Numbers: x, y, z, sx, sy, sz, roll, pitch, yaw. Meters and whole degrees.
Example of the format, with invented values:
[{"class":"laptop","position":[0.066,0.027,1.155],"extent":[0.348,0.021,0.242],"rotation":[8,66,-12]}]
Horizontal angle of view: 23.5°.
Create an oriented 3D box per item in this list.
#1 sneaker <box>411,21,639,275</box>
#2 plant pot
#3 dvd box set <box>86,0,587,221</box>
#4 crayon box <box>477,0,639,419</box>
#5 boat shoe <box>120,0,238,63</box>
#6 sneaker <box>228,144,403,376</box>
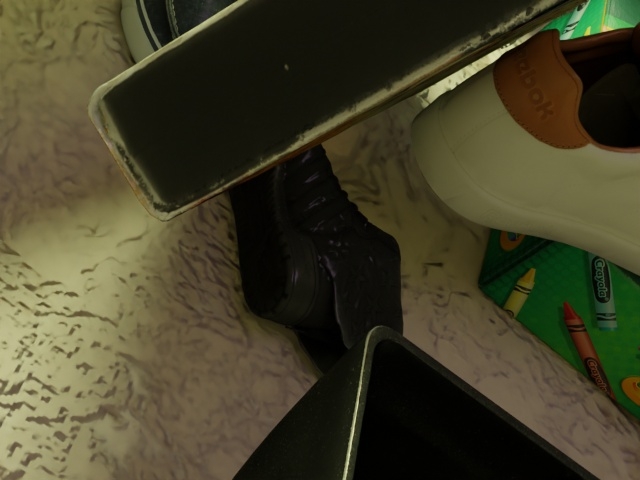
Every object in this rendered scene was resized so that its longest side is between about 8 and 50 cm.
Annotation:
[{"class":"sneaker","position":[0.193,-0.049,0.838],"extent":[0.290,0.123,0.106],"rotation":[6,55,-42]},{"class":"plant pot","position":[0.023,0.180,0.570],"extent":[0.188,0.167,0.187],"rotation":[36,41,-21]},{"class":"dvd box set","position":[0.108,-0.137,0.709],"extent":[0.062,0.307,0.420],"rotation":[61,20,-3]},{"class":"crayon box","position":[0.206,-0.029,0.998],"extent":[0.165,0.081,0.278],"rotation":[38,40,-17]},{"class":"boat shoe","position":[-0.058,-0.157,0.817],"extent":[0.065,0.083,0.183],"rotation":[21,48,-35]},{"class":"sneaker","position":[0.002,-0.001,0.790],"extent":[0.089,0.051,0.170],"rotation":[20,53,-37]}]
